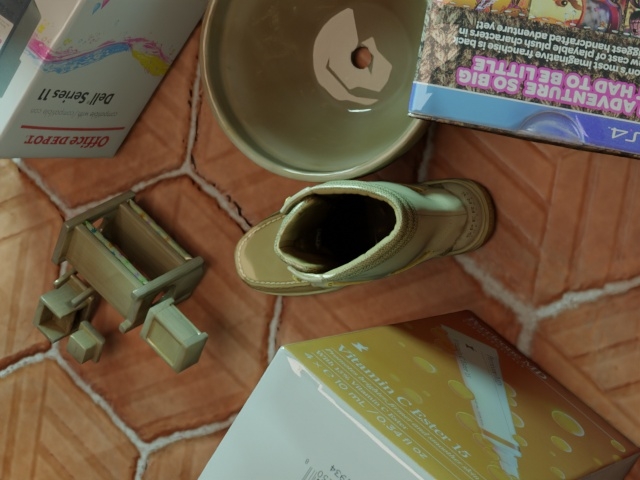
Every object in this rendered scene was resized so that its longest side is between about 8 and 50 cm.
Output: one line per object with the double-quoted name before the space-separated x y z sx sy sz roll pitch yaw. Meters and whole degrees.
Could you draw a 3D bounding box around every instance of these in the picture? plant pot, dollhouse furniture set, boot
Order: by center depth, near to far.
"boot" 0.000 0.000 1.729 0.262 0.203 0.095 -10 89 28
"plant pot" 0.018 -0.170 1.757 0.237 0.110 0.237 1 92 24
"dollhouse furniture set" -0.176 0.074 1.917 0.182 0.101 0.161 44 137 19

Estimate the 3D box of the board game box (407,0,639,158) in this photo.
"board game box" 0.211 -0.221 1.578 0.232 0.141 0.291 11 94 3

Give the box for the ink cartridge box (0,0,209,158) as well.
"ink cartridge box" -0.238 -0.192 1.845 0.119 0.207 0.353 43 112 21

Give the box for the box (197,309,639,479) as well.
"box" 0.086 0.198 1.615 0.215 0.345 0.168 39 110 21
